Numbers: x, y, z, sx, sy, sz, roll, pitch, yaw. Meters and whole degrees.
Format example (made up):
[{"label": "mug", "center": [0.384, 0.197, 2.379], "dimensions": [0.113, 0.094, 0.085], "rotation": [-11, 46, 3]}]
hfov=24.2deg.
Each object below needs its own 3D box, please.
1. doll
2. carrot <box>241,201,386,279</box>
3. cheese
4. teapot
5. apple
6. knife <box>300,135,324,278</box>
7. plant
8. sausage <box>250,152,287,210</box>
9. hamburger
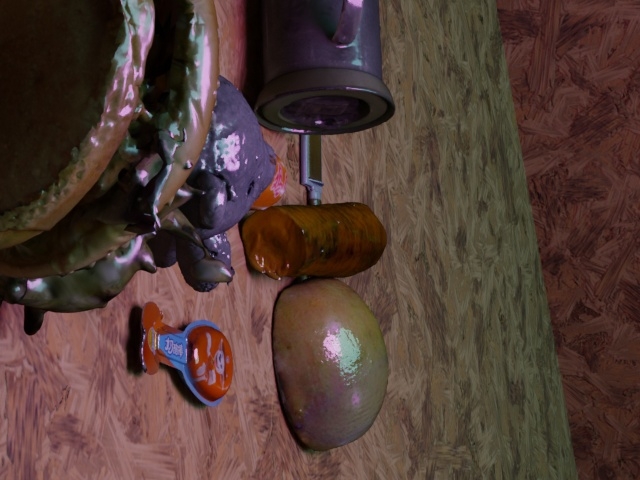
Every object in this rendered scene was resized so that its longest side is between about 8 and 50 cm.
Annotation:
[{"label": "doll", "center": [-0.130, -0.075, 1.583], "dimensions": [0.340, 0.158, 0.246], "rotation": [113, -35, -73]}, {"label": "carrot", "center": [0.000, 0.000, 2.128], "dimensions": [0.302, 0.114, 0.114], "rotation": [-4, 89, -63]}, {"label": "cheese", "center": [-0.157, 0.137, 1.790], "dimensions": [0.256, 0.037, 0.106], "rotation": [36, 50, -65]}, {"label": "teapot", "center": [0.006, -0.343, 2.099], "dimensions": [0.270, 0.200, 0.337], "rotation": [137, -47, -69]}, {"label": "apple", "center": [0.017, 0.188, 2.157], "dimensions": [0.193, 0.120, 0.265], "rotation": [-33, 114, -56]}, {"label": "knife", "center": [-0.010, -0.093, 2.279], "dimensions": [0.061, 0.027, 0.343], "rotation": [26, 61, -63]}, {"label": "plant", "center": [-0.250, -0.075, 1.424], "dimensions": [0.180, 0.251, 0.333], "rotation": [60, 6, -58]}, {"label": "sausage", "center": [-0.116, -0.087, 1.886], "dimensions": [0.312, 0.093, 0.093], "rotation": [12, 74, -69]}, {"label": "hamburger", "center": [-0.250, -0.110, 1.202], "dimensions": [0.195, 0.318, 0.277], "rotation": [14, 80, -68]}]
